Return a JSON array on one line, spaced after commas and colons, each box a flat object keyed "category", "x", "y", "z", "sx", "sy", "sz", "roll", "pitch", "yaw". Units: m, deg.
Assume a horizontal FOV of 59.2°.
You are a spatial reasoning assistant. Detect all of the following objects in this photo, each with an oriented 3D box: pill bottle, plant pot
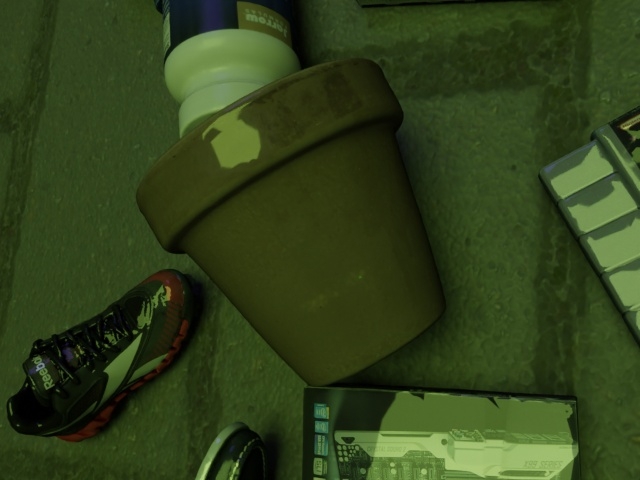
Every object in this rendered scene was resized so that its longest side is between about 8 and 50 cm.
[{"category": "pill bottle", "x": -0.102, "y": -0.231, "z": 0.646, "sx": 0.153, "sy": 0.153, "sz": 0.264, "roll": -15, "pitch": 70, "yaw": 22}, {"category": "plant pot", "x": 0.000, "y": 0.000, "z": 0.528, "sx": 0.263, "sy": 0.263, "sz": 0.229, "roll": -32, "pitch": 85, "yaw": 16}]

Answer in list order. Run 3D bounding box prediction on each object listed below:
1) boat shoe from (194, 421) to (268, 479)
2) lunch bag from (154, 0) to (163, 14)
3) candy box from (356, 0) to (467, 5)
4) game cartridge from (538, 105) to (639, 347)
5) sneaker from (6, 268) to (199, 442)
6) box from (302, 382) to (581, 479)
[{"category": "boat shoe", "x": -0.079, "y": 0.337, "z": 0.558, "sx": 0.091, "sy": 0.114, "sz": 0.302, "roll": 8, "pitch": 95, "yaw": 27}, {"category": "lunch bag", "x": -0.184, "y": -0.352, "z": 0.764, "sx": 0.098, "sy": 0.067, "sz": 0.065, "roll": -32, "pitch": 68, "yaw": 17}, {"category": "candy box", "x": 0.151, "y": -0.346, "z": 0.605, "sx": 0.233, "sy": 0.071, "sz": 0.159, "roll": 9, "pitch": 83, "yaw": 26}, {"category": "game cartridge", "x": 0.389, "y": -0.054, "z": 0.444, "sx": 0.355, "sy": 0.068, "sz": 0.230, "roll": -30, "pitch": 73, "yaw": 17}, {"category": "sneaker", "x": -0.262, "y": 0.138, "z": 0.666, "sx": 0.276, "sy": 0.135, "sz": 0.097, "roll": -45, "pitch": 63, "yaw": 9}, {"category": "box", "x": 0.104, "y": 0.287, "z": 0.495, "sx": 0.242, "sy": 0.076, "sz": 0.307, "roll": -3, "pitch": 78, "yaw": 24}]
